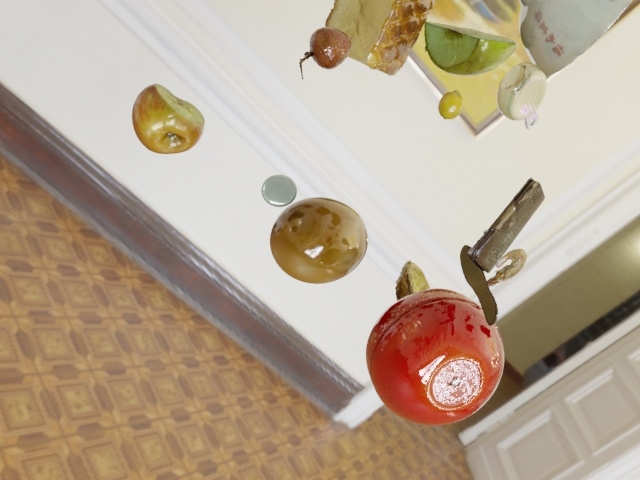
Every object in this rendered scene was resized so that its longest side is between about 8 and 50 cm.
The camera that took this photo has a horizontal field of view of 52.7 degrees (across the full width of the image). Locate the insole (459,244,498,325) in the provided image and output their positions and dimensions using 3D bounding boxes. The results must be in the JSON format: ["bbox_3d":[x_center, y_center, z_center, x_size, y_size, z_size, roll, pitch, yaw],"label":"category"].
[{"bbox_3d":[0.386,0.102,1.583,0.005,0.086,0.253,2,41,-14],"label":"insole"}]

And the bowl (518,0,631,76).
[{"bbox_3d":[0.674,-0.684,1.771,0.195,0.435,0.435,33,19,-9],"label":"bowl"}]

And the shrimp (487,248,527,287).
[{"bbox_3d":[0.553,0.083,1.924,0.045,0.162,0.095,50,-11,35],"label":"shrimp"}]

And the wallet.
[{"bbox_3d":[0.436,-0.031,1.493,0.031,0.232,0.122,40,3,36],"label":"wallet"}]

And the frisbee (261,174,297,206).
[{"bbox_3d":[-0.126,-0.152,1.971,0.110,0.110,0.014,42,21,-23],"label":"frisbee"}]

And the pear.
[{"bbox_3d":[0.479,-0.588,2.000,0.239,0.139,0.288,-12,31,-26],"label":"pear"}]

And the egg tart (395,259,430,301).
[{"bbox_3d":[0.300,0.198,2.056,0.279,0.094,0.279,54,25,-40],"label":"egg tart"}]

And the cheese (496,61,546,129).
[{"bbox_3d":[0.515,-0.350,1.624,0.064,0.137,0.227,48,5,36],"label":"cheese"}]

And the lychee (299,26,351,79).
[{"bbox_3d":[0.009,-0.469,1.582,0.140,0.101,0.114,-7,48,-26],"label":"lychee"}]

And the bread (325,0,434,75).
[{"bbox_3d":[0.176,-0.668,1.943,0.207,0.279,0.279,33,17,18],"label":"bread"}]

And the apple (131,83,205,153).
[{"bbox_3d":[-0.398,-0.312,1.671,0.195,0.160,0.173,30,39,-50],"label":"apple"}]

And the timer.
[{"bbox_3d":[0.316,0.323,1.775,0.378,0.378,0.279,42,8,-23],"label":"timer"}]

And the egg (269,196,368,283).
[{"bbox_3d":[0.000,0.000,2.103,0.351,0.283,0.283,3,46,-43],"label":"egg"}]

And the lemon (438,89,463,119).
[{"bbox_3d":[0.331,-0.343,1.635,0.062,0.083,0.062,27,-7,4],"label":"lemon"}]
